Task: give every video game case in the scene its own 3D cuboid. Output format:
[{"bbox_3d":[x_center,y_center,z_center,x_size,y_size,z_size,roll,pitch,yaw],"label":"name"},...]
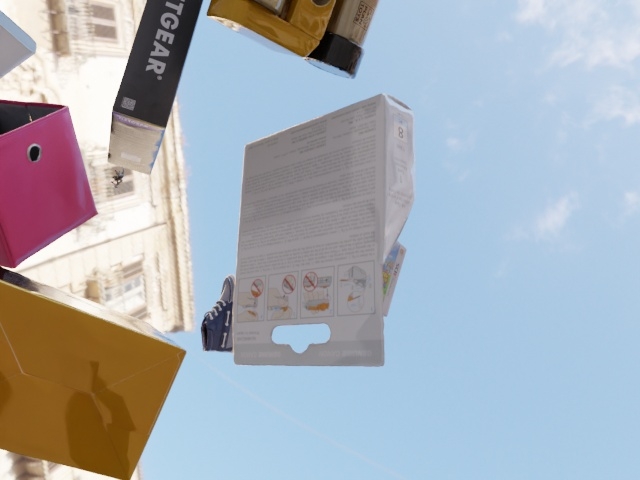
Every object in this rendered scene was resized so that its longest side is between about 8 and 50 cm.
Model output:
[{"bbox_3d":[0.119,0.052,1.430,0.023,0.193,0.212,-6,-34,45],"label":"video game case"}]

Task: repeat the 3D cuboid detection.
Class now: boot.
[{"bbox_3d":[-0.234,0.169,1.403,0.069,0.086,0.190,-26,-117,52],"label":"boot"}]

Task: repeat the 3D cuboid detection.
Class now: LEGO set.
[{"bbox_3d":[-0.552,-0.169,1.635,0.054,0.083,0.023,-36,-48,24],"label":"LEGO set"}]

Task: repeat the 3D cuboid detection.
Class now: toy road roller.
[{"bbox_3d":[-0.063,-0.403,0.943,0.240,0.329,0.202,27,-80,40],"label":"toy road roller"}]

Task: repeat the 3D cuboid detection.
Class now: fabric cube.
[{"bbox_3d":[-0.671,-0.130,1.244,0.259,0.254,0.258,9,-58,21],"label":"fabric cube"}]

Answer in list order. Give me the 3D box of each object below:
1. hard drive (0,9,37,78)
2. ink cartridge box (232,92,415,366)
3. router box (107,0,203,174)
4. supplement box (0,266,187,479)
[{"bbox_3d":[-0.645,-0.297,0.945,0.307,0.203,0.040,-27,-131,15],"label":"hard drive"},{"bbox_3d":[0.000,0.000,0.926,0.308,0.091,0.385,-10,-107,41],"label":"ink cartridge box"},{"bbox_3d":[-0.264,-0.289,0.971,0.081,0.243,0.309,16,-106,-18],"label":"router box"},{"bbox_3d":[-0.267,0.121,0.596,0.191,0.194,0.129,27,-101,-25],"label":"supplement box"}]
